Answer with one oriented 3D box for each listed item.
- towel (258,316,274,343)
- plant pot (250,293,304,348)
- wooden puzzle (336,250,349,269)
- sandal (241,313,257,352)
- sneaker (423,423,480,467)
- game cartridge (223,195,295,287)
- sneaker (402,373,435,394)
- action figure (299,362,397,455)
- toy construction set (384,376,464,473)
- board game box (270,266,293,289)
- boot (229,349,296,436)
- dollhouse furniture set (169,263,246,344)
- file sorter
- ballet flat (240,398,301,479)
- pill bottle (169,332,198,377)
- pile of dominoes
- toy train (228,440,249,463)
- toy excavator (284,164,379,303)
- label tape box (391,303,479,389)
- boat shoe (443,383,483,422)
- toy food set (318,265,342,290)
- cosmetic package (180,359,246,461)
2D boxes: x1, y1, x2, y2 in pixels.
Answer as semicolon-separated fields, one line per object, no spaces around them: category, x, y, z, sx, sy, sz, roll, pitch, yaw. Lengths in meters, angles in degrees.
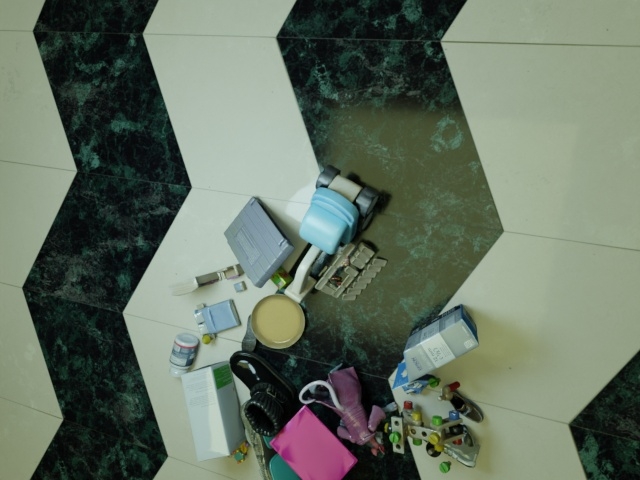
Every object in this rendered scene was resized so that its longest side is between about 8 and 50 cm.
towel;-0.236;0.396;1.893;0.067;0.029;0.119;-9;91;11
plant pot;-0.183;0.345;1.853;0.237;0.032;0.236;0;91;6
wooden puzzle;0.094;0.084;1.776;0.049;0.006;0.083;-7;93;18
sandal;-0.306;0.417;1.917;0.067;0.040;0.179;10;83;11
sneaker;0.511;0.766;1.677;0.229;0.086;0.132;23;78;26
game cartridge;-0.262;0.003;1.768;0.230;0.068;0.355;-52;48;16
sneaker;0.391;0.571;1.703;0.144;0.053;0.059;-20;94;23
action figure;0.135;0.673;1.689;0.248;0.276;0.370;-41;68;10
toy construction set;0.375;0.651;1.548;0.257;0.237;0.308;29;105;38
board game box;-0.203;0.121;1.827;0.181;0.092;0.043;47;105;9
boot;-0.274;0.623;1.786;0.348;0.260;0.131;32;111;7
dollhouse furniture set;-0.460;0.291;1.867;0.287;0.198;0.303;-19;89;18
file sorter;-0.025;0.846;1.768;0.291;0.182;0.202;43;82;10
ballet flat;-0.228;0.927;1.890;0.182;0.164;0.482;-30;79;39
pill bottle;-0.638;0.533;1.990;0.108;0.108;0.180;20;101;15
pile of dominoes;0.121;0.125;1.720;0.196;0.040;0.251;30;108;-27
toy train;-0.375;0.936;1.978;0.125;0.046;0.166;20;106;31
toy excavator;0.000;0.000;1.657;0.222;0.433;0.445;33;72;12
label tape box;0.396;0.384;1.579;0.348;0.249;0.115;-33;85;17
boat shoe;0.545;0.639;1.651;0.183;0.066;0.066;39;105;11
toy food set;0.051;0.166;1.789;0.122;0.019;0.078;40;105;11
cosmetic package;-0.464;0.733;1.873;0.155;0.197;0.365;-18;81;9
